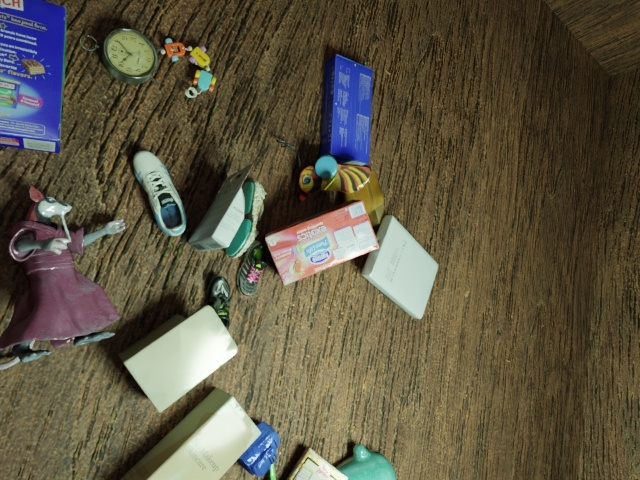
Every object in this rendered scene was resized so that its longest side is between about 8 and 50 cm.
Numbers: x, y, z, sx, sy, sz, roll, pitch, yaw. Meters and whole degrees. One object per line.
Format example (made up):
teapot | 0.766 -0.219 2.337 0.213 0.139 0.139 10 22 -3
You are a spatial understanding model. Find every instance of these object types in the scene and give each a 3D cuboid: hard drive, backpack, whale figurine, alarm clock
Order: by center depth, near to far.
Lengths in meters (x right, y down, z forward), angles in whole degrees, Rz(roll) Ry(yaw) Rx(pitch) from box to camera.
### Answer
alarm clock | -0.508 -0.476 1.122 0.191 0.064 0.130 11 80 -34
backpack | -0.166 0.579 1.217 0.120 0.101 0.098 -43 146 -34
whale figurine | 0.120 0.757 1.368 0.271 0.141 0.217 16 77 -28
hard drive | 0.296 0.102 1.564 0.353 0.047 0.233 40 65 -38

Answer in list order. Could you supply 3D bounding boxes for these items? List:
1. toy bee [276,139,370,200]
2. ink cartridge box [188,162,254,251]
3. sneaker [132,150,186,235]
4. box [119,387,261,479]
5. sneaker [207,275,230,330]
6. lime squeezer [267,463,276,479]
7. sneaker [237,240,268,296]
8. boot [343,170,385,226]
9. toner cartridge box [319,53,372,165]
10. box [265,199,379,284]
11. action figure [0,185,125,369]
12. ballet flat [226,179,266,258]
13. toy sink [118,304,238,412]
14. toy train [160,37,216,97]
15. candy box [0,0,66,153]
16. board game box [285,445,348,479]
toy bee | -0.001 -0.198 1.397 0.195 0.298 0.162 -21 130 -66
ink cartridge box | -0.250 -0.083 1.178 0.066 0.189 0.233 41 64 -24
sneaker | -0.412 -0.125 1.138 0.085 0.086 0.238 -27 99 -31
box | -0.321 0.543 1.107 0.311 0.121 0.148 -42 108 -29
sneaker | -0.272 0.192 1.202 0.067 0.078 0.188 6 81 -33
lime squeezer | -0.182 0.717 1.222 0.110 0.058 0.310 47 63 -21
sneaker | -0.192 0.080 1.269 0.063 0.074 0.171 22 74 -30
boot | 0.098 -0.134 1.481 0.294 0.104 0.212 -15 88 -38
toner cartridge box | 0.091 -0.440 1.511 0.165 0.075 0.348 9 81 -34
box | 0.000 0.000 1.295 0.299 0.142 0.154 -22 98 -5
action figure | -0.599 0.063 0.976 0.275 0.248 0.371 -21 83 9
ballet flat | -0.205 -0.057 1.274 0.077 0.091 0.241 27 73 -52
toy sink | -0.356 0.282 1.106 0.234 0.131 0.153 -36 105 -26
toy train | -0.368 -0.483 1.231 0.125 0.046 0.167 -27 100 -26
candy box | -0.706 -0.374 0.946 0.268 0.122 0.318 4 84 -32
board game box | -0.033 0.732 1.277 0.146 0.045 0.194 37 72 3
